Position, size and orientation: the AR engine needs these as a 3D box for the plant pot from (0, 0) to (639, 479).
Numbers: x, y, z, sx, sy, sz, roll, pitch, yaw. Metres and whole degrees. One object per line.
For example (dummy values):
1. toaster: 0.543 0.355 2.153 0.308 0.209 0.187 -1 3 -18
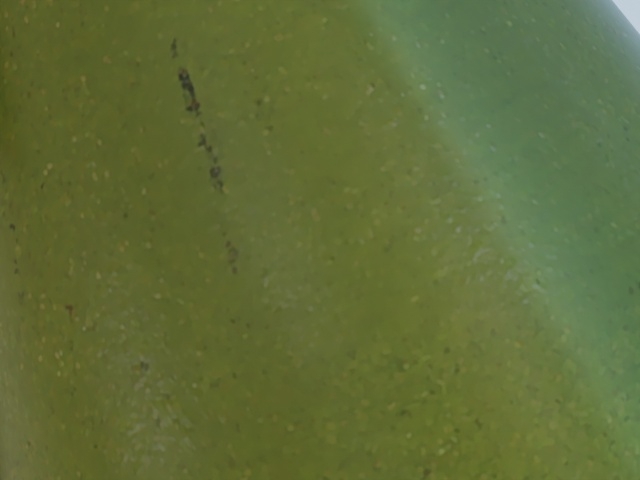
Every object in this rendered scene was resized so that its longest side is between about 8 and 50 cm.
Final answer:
1. plant pot: 0.000 0.000 0.509 0.275 0.274 0.293 -23 -89 51
